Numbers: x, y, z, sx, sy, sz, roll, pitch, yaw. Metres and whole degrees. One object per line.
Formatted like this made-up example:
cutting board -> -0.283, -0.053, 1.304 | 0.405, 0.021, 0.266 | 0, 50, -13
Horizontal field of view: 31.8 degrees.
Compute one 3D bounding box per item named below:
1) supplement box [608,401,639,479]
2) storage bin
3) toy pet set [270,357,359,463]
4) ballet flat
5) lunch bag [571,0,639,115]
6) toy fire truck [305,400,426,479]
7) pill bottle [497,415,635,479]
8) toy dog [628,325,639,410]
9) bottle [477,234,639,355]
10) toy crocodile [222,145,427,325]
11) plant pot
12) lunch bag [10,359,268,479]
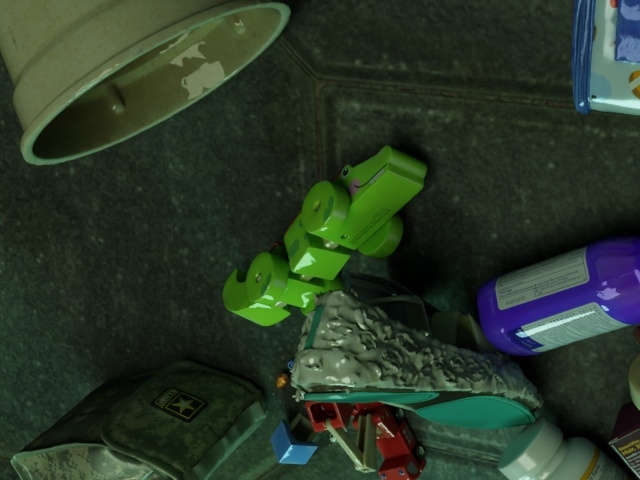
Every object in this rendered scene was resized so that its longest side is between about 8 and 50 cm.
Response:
supplement box -> 0.440, 0.264, 1.310 | 0.104, 0.081, 0.188 | -36, 96, 35
storage bin -> 0.073, 0.104, 1.357 | 0.098, 0.091, 0.135 | 12, 165, 40
toy pet set -> -0.027, 0.247, 1.538 | 0.122, 0.065, 0.114 | 36, 125, 6
ballet flat -> 0.127, 0.132, 1.275 | 0.147, 0.408, 0.147 | -12, 70, 37
lunch bag -> 0.292, -0.272, 1.011 | 0.114, 0.243, 0.304 | 8, 119, 22
toy fire truck -> 0.063, 0.253, 1.454 | 0.047, 0.135, 0.192 | -19, 105, 32
pill bottle -> 0.322, 0.316, 1.372 | 0.208, 0.117, 0.117 | 42, 125, 1
toy dog -> 0.465, 0.126, 1.181 | 0.333, 0.161, 0.220 | -2, 135, -9
bottle -> 0.314, 0.050, 1.236 | 0.282, 0.118, 0.092 | -23, 62, 36
toy crocodile -> 0.000, 0.000, 1.383 | 0.115, 0.105, 0.340 | 16, 132, -33
plant pot -> -0.252, -0.298, 1.242 | 0.333, 0.334, 0.306 | -31, 88, 34
lunch bag -> -0.236, 0.282, 1.553 | 0.287, 0.235, 0.169 | -15, 105, 31
